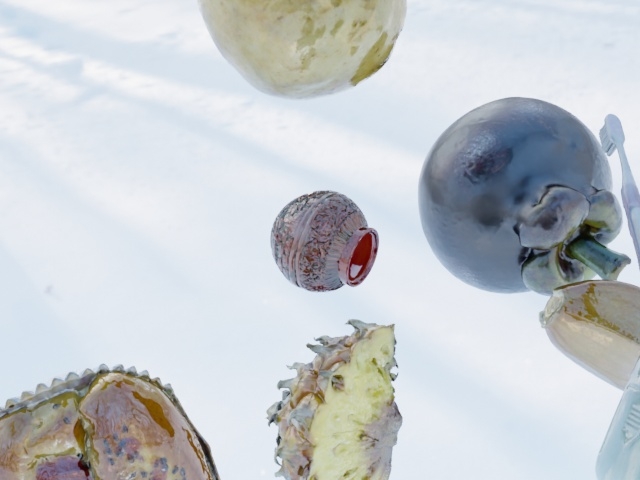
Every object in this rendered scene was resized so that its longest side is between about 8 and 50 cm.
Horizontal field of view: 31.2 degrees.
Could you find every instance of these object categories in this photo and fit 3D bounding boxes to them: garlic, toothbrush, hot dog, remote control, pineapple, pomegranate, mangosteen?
[{"bbox_3d":[0.371,0.118,1.356,0.207,0.128,0.115,32,73,30],"label":"garlic"},{"bbox_3d":[0.350,-0.031,1.290,0.024,0.029,0.354,15,40,-11],"label":"toothbrush"},{"bbox_3d":[-0.093,0.148,0.565,0.108,0.191,0.059,-26,15,-5],"label":"hot dog"},{"bbox_3d":[0.336,0.106,1.031,0.056,0.296,0.140,24,0,-4],"label":"remote control"},{"bbox_3d":[-0.019,0.195,1.208,0.164,0.249,0.140,24,25,35],"label":"pineapple"},{"bbox_3d":[-0.023,-0.288,1.318,0.260,0.260,0.260,-6,21,2],"label":"pomegranate"},{"bbox_3d":[0.282,-0.058,1.650,0.297,0.297,0.313,-6,15,3],"label":"mangosteen"}]

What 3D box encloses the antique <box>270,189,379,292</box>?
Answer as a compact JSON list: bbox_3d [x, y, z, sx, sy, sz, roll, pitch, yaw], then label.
[{"bbox_3d":[0.000,0.000,1.089,0.104,0.104,0.104,-6,21,2],"label":"antique"}]
